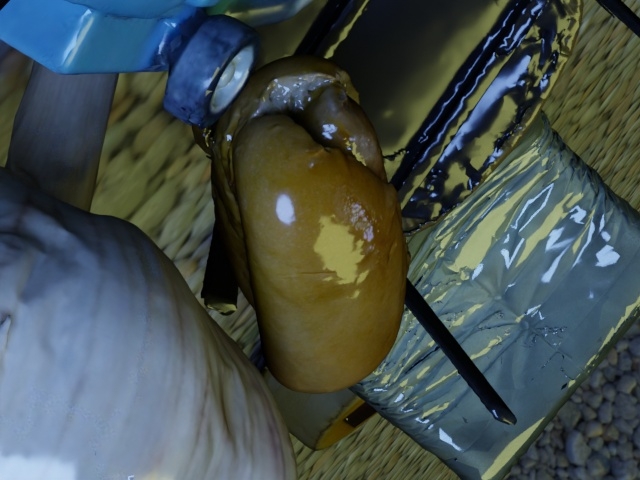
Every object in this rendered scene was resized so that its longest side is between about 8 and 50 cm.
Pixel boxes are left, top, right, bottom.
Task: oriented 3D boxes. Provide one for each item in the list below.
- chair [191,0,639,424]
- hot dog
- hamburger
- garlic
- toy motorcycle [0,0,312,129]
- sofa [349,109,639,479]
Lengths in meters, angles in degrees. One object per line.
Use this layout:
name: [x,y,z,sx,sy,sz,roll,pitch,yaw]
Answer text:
chair: [0.040,-0.066,0.747,0.159,0.172,0.247,-55,-152,19]
hot dog: [0.000,0.001,0.574,0.060,0.090,0.140,-11,139,-8]
hamburger: [0.022,0.068,1.167,0.141,0.081,0.126,-42,166,16]
garlic: [-0.085,0.013,0.562,0.199,0.199,0.226,100,8,-63]
toy motorcycle: [-0.023,-0.125,0.459,0.182,0.123,0.272,-59,170,13]
sofa: [0.079,0.010,0.992,0.210,0.176,0.225,-48,166,-6]
